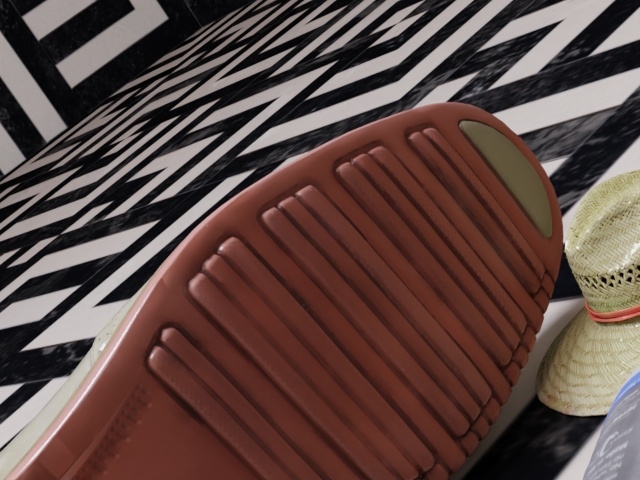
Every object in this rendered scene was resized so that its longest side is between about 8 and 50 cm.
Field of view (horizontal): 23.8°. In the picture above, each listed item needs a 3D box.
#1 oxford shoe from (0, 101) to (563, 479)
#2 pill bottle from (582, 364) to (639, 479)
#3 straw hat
[{"bbox_3d":[-0.056,0.084,0.613,0.397,0.140,0.146,-41,8,-27],"label":"oxford shoe"},{"bbox_3d":[0.094,0.090,0.372,0.078,0.078,0.137,-24,17,34],"label":"pill bottle"},{"bbox_3d":[0.135,0.003,0.616,0.144,0.061,0.144,-31,14,9],"label":"straw hat"}]
